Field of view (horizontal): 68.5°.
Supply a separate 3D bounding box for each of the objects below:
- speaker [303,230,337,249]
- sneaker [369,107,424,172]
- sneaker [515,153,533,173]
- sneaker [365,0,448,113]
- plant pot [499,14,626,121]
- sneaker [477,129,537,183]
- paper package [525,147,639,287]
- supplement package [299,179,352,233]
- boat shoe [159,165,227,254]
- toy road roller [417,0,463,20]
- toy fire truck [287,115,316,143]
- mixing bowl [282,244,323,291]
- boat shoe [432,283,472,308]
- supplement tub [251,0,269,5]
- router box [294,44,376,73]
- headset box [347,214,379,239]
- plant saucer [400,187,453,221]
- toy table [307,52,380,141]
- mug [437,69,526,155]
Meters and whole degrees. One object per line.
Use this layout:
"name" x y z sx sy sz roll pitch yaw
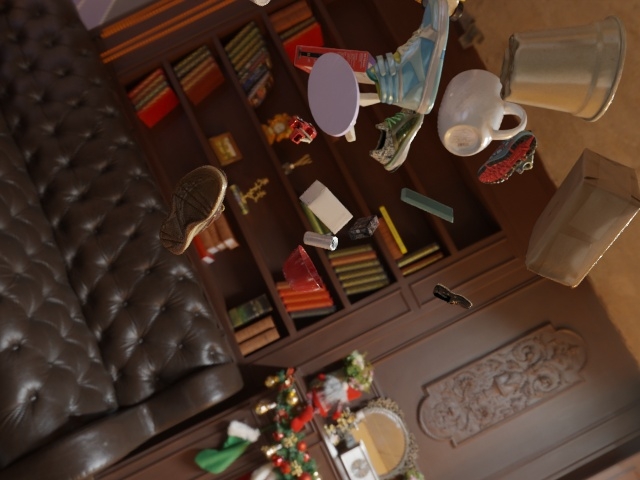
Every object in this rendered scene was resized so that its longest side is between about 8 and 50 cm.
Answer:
"speaker" 0.000 0.000 1.901 0.136 0.055 0.055 12 -34 32
"sneaker" 0.361 -0.545 2.262 0.181 0.411 0.158 22 -1 -22
"sneaker" 0.958 -0.368 2.199 0.086 0.192 0.064 51 -32 17
"sneaker" 0.240 -0.533 1.329 0.127 0.208 0.320 -64 162 -81
"plant pot" 0.785 -0.577 1.585 0.334 0.305 0.334 5 90 -82
"sneaker" 0.730 -0.327 1.845 0.104 0.262 0.125 39 35 -12
"paper package" 0.796 -0.074 1.444 0.168 0.309 0.325 28 -53 13
"supplement package" 0.021 -0.132 1.854 0.179 0.105 0.105 44 2 -32
"boat shoe" -0.336 -0.095 1.305 0.123 0.342 0.123 42 40 2
"toy road roller" 0.579 -1.231 2.247 0.241 0.202 0.330 -62 -141 35
"toy fire truck" -0.073 -0.451 1.967 0.192 0.047 0.135 11 44 -53
"mixing bowl" -0.075 0.119 1.705 0.182 0.098 0.181 60 5 -9
"boat shoe" 0.433 0.193 1.550 0.132 0.042 0.049 29 -33 10
"supplement tub" -0.221 -0.860 1.625 0.107 0.071 0.071 47 -12 43
"router box" 0.082 -0.753 2.025 0.335 0.300 0.082 -32 132 -71
"headset box" 0.122 -0.038 1.305 0.083 0.062 0.032 -47 118 -51
"plant saucer" 0.360 -0.122 1.573 0.067 0.191 0.018 -73 -173 -50
"toy table" 0.069 -0.489 1.637 0.161 0.251 0.275 -1 94 -69
"mug" 0.697 -0.531 2.048 0.276 0.373 0.328 76 31 -48
